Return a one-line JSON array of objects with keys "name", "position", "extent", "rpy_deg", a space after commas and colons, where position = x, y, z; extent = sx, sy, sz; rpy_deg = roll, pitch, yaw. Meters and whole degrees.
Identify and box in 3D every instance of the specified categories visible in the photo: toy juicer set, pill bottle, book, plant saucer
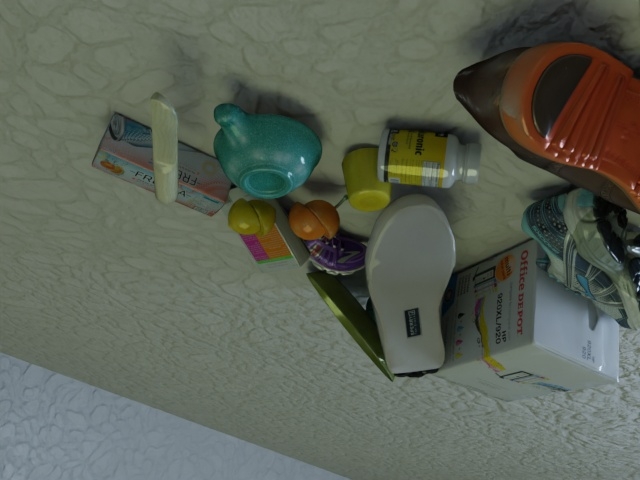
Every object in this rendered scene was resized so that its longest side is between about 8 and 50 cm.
[{"name": "toy juicer set", "position": [-0.086, -0.090, 0.853], "extent": [0.329, 0.089, 0.209], "rpy_deg": [16, 147, -27]}, {"name": "pill bottle", "position": [0.128, -0.096, 0.791], "extent": [0.116, 0.065, 0.065], "rpy_deg": [7, 152, 10]}, {"name": "book", "position": [-0.089, -0.020, 0.996], "extent": [0.096, 0.035, 0.144], "rpy_deg": [-13, 115, 42]}, {"name": "plant saucer", "position": [0.063, 0.142, 1.175], "extent": [0.241, 0.037, 0.241], "rpy_deg": [52, 174, 7]}]

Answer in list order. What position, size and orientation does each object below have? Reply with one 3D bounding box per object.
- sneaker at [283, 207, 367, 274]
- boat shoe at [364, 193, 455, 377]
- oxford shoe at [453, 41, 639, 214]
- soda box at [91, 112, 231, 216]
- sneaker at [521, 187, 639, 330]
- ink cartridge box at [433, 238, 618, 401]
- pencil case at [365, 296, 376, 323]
[{"name": "sneaker", "position": [0.000, 0.000, 1.029], "extent": [0.170, 0.068, 0.071], "rpy_deg": [20, 146, -13]}, {"name": "boat shoe", "position": [0.120, 0.042, 0.992], "extent": [0.127, 0.158, 0.340], "rpy_deg": [-6, 130, -3]}, {"name": "oxford shoe", "position": [0.294, -0.107, 0.685], "extent": [0.363, 0.130, 0.133], "rpy_deg": [21, -175, -31]}, {"name": "soda box", "position": [-0.214, -0.101, 0.925], "extent": [0.183, 0.063, 0.058], "rpy_deg": [23, 151, -22]}, {"name": "sneaker", "position": [0.367, 0.025, 0.903], "extent": [0.122, 0.110, 0.283], "rpy_deg": [-4, 141, 43]}, {"name": "ink cartridge box", "position": [0.311, 0.132, 1.033], "extent": [0.168, 0.171, 0.232], "rpy_deg": [23, 150, -20]}, {"name": "pencil case", "position": [0.159, 0.119, 1.188], "extent": [0.151, 0.064, 0.070], "rpy_deg": [-9, 130, 36]}]
